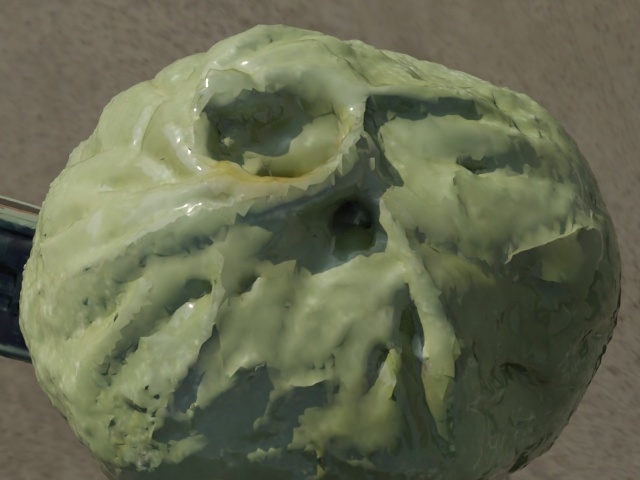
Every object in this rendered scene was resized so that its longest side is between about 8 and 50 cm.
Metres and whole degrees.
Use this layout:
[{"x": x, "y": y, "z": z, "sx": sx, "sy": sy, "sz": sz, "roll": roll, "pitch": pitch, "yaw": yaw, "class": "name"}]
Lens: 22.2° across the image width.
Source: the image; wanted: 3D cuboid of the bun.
[{"x": 0.000, "y": 0.000, "z": 0.566, "sx": 0.204, "sy": 0.126, "sz": 0.212, "roll": 33, "pitch": 53, "yaw": 22, "class": "bun"}]

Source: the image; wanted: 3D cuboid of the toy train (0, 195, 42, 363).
[{"x": -0.276, "y": -0.005, "z": 0.983, "sx": 0.407, "sy": 0.088, "sz": 0.086, "roll": 15, "pitch": 101, "yaw": 4, "class": "toy train"}]
